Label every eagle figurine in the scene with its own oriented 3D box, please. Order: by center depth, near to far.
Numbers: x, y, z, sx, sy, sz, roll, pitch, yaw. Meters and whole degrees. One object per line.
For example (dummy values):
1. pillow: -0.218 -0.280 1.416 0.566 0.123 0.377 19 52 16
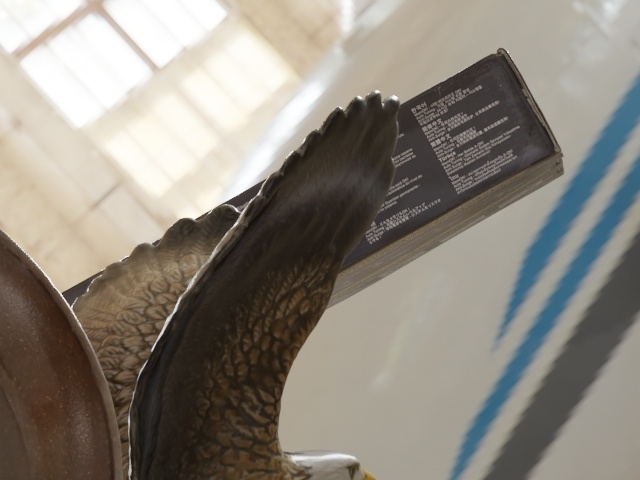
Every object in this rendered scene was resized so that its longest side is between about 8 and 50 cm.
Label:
1. eagle figurine: -0.054 0.091 0.900 0.226 0.298 0.225 -8 -14 17

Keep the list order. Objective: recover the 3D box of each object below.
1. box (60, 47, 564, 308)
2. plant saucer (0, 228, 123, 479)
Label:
1. box: 0.000 0.000 1.403 0.395 0.097 0.318 -29 -3 8
2. plant saucer: -0.234 0.092 0.698 0.310 0.310 0.050 -45 -11 -39
